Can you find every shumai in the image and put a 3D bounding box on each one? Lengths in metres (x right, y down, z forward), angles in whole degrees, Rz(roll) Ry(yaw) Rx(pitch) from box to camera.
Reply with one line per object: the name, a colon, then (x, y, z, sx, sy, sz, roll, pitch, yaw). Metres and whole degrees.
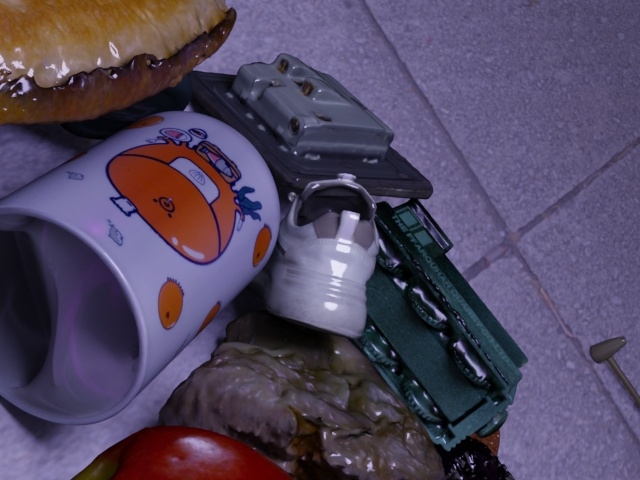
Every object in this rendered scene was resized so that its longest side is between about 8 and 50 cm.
shumai: (0.000, 0.164, 1.355, 0.346, 0.217, 0.283, 33, 42, -26)

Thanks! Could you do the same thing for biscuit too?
biscuit: (0.180, 0.324, 1.586, 0.194, 0.053, 0.194, 31, 42, -32)
biscuit: (0.203, 0.245, 1.706, 0.078, 0.015, 0.091, 41, 38, -21)

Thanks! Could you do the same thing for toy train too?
toy train: (0.128, 0.085, 1.611, 0.330, 0.138, 0.178, 52, 31, 9)

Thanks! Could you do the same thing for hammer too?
hammer: (0.490, 0.230, 2.030, 0.195, 0.060, 0.028, 54, 35, -11)

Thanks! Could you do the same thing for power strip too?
power strip: (-0.007, -0.149, 1.622, 0.251, 0.092, 0.257, 8, 29, -49)

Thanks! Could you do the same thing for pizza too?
pizza: (-0.285, -0.217, 1.133, 0.435, 0.080, 0.392, 30, 38, -15)

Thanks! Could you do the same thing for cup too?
cup: (-0.181, 0.007, 1.273, 0.212, 0.212, 0.317, 53, 33, -5)

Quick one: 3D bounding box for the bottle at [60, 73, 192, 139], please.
bottle: (-0.234, -0.283, 1.387, 0.144, 0.144, 0.336, 6, 64, -48)

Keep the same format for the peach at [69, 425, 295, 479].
peach: (-0.089, 0.319, 1.102, 0.338, 0.281, 0.281, 51, 35, -16)

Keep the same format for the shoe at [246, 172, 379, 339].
shoe: (0.000, 0.000, 1.423, 0.124, 0.159, 0.316, 15, 8, -12)
